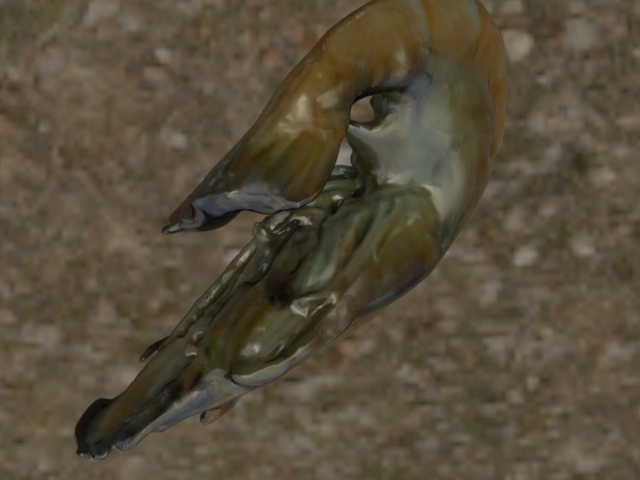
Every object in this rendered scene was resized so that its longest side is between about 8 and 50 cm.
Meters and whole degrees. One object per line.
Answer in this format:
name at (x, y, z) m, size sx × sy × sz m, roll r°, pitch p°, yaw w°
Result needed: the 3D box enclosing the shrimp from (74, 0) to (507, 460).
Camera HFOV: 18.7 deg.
shrimp at (0.002, -0.014, 0.757) m, size 0.059 × 0.254 × 0.145 m, roll 30°, pitch 136°, yaw 30°
